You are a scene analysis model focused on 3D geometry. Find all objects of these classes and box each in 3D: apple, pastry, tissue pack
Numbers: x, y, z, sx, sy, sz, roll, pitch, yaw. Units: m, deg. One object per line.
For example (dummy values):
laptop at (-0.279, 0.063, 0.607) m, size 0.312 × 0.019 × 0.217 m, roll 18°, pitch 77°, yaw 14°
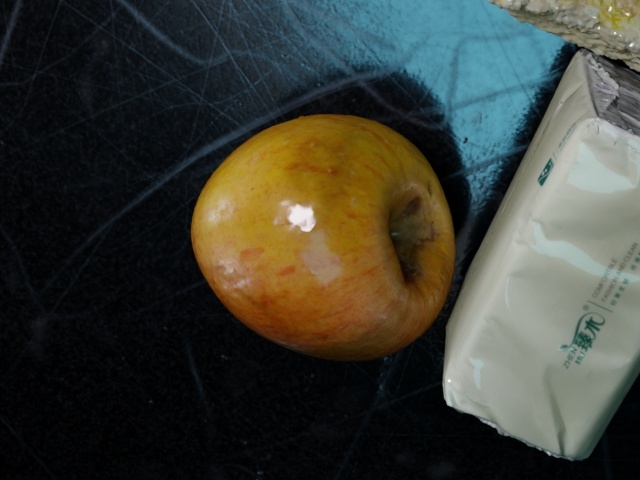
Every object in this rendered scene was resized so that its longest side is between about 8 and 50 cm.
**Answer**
apple at (0.000, 0.000, 1.425) m, size 0.275 × 0.299 × 0.299 m, roll -13°, pitch 108°, yaw 33°
pastry at (0.310, -0.262, 1.341) m, size 0.259 × 0.089 × 0.121 m, roll 16°, pitch 70°, yaw 4°
tissue pack at (0.296, 0.013, 1.354) m, size 0.207 × 0.297 × 0.380 m, roll 24°, pitch 113°, yaw 0°
